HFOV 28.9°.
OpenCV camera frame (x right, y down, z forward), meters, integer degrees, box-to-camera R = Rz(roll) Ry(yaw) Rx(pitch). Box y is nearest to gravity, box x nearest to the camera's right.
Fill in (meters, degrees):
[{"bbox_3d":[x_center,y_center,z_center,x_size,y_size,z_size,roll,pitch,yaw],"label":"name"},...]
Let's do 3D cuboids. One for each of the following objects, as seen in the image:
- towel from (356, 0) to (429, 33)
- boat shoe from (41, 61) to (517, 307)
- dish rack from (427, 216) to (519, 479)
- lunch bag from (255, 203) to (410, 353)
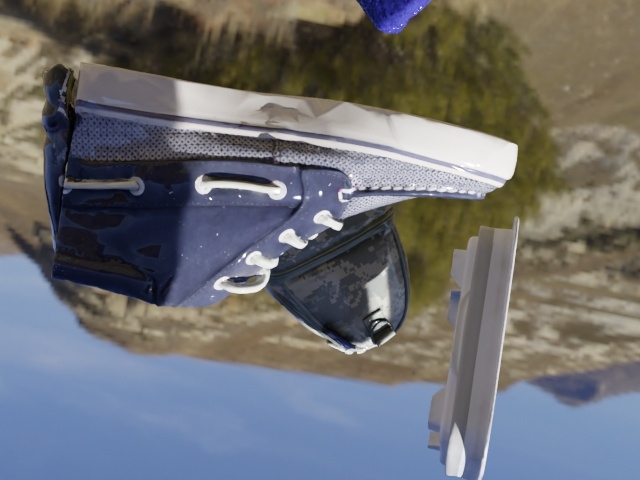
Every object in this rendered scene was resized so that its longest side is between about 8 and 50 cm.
[{"bbox_3d":[0.065,-0.415,1.404,0.076,0.308,0.227,-30,176,-42],"label":"towel"},{"bbox_3d":[-0.035,-0.026,0.890,0.340,0.158,0.127,8,-176,-7],"label":"boat shoe"},{"bbox_3d":[0.172,0.136,1.431,0.072,0.286,0.333,9,166,7],"label":"dish rack"},{"bbox_3d":[0.000,0.000,1.760,0.212,0.256,0.305,-31,-157,-5],"label":"lunch bag"}]
